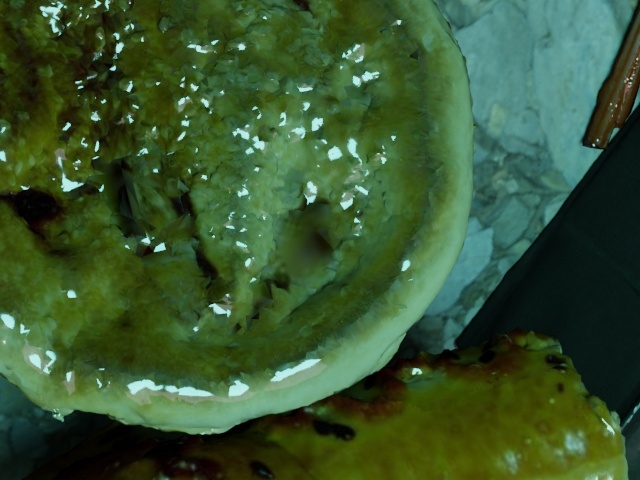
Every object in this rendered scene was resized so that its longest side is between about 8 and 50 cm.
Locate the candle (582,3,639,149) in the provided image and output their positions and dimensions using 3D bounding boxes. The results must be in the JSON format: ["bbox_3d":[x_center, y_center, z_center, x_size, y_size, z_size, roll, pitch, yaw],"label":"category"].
[{"bbox_3d":[0.221,-0.141,1.160,0.026,0.021,0.167,15,111,-7],"label":"candle"}]

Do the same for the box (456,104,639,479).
[{"bbox_3d":[0.320,0.087,1.209,0.345,0.204,0.251,30,102,-32],"label":"box"}]

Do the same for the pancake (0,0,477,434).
[{"bbox_3d":[-0.082,-0.061,0.915,0.356,0.065,0.356,2,77,-10],"label":"pancake"}]

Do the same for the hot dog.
[{"bbox_3d":[-0.027,0.171,1.036,0.365,0.367,0.196,-15,86,-13],"label":"hot dog"}]
